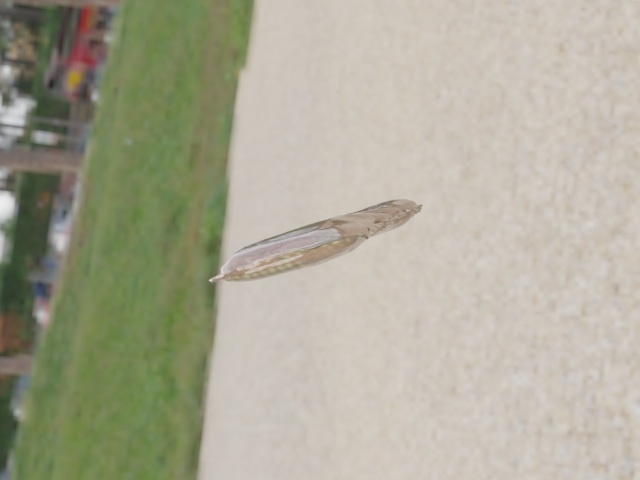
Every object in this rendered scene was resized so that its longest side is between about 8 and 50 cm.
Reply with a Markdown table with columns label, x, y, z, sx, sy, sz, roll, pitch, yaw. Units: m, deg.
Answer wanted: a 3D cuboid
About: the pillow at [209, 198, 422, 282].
| label | x | y | z | sx | sy | sz | roll | pitch | yaw |
| --- | --- | --- | --- | --- | --- | --- | --- | --- | --- |
| pillow | 0.003 | -0.001 | 1.322 | 0.211 | 0.135 | 0.034 | -22 | -87 | -67 |
